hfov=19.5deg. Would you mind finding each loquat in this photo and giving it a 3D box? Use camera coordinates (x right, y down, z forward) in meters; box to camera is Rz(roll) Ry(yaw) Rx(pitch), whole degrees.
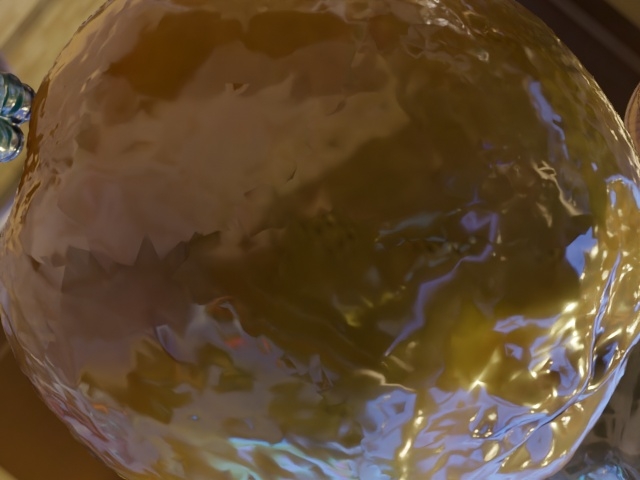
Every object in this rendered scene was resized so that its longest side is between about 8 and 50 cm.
[{"bbox_3d":[0.000,0.000,0.834,0.276,0.284,0.276,-37,143,-34],"label":"loquat"}]

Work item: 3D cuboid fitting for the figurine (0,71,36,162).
[{"bbox_3d":[-0.203,-0.073,0.937,0.149,0.087,0.086,25,90,-58],"label":"figurine"}]

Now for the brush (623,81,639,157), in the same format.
[{"bbox_3d":[0.383,-0.048,1.579,0.166,0.267,0.174,86,18,-44],"label":"brush"}]

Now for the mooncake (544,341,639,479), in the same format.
[{"bbox_3d":[0.286,0.173,1.448,0.135,0.275,0.275,-66,-173,-20],"label":"mooncake"}]
